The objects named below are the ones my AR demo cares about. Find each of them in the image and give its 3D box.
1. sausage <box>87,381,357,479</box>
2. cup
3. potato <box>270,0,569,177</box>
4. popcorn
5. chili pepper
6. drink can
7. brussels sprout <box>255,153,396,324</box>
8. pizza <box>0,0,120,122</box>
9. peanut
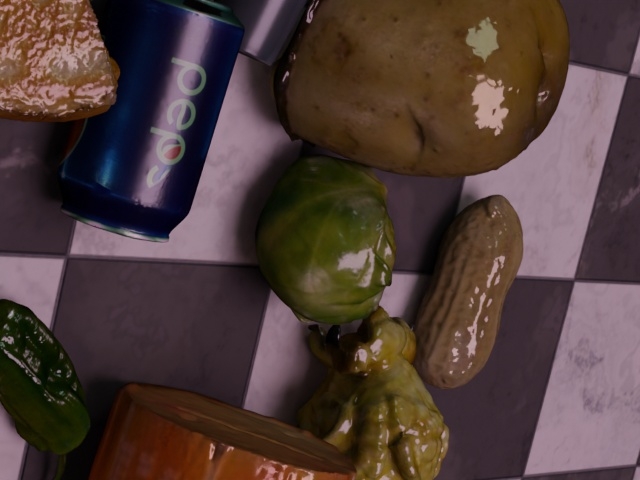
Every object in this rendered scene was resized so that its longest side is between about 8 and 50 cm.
[{"bbox_3d":[-0.114,0.297,1.444,0.233,0.233,0.287,17,95,-47],"label":"sausage"},{"bbox_3d":[-0.066,-0.204,1.405,0.100,0.078,0.077,23,93,-39],"label":"cup"},{"bbox_3d":[0.115,-0.166,1.484,0.285,0.242,0.243,-37,130,-43],"label":"potato"},{"bbox_3d":[0.041,0.174,1.619,0.173,0.168,0.195,4,65,-35],"label":"popcorn"},{"bbox_3d":[-0.234,0.132,1.377,0.072,0.073,0.204,-54,139,-35],"label":"chili pepper"},{"bbox_3d":[-0.141,-0.106,1.335,0.118,0.118,0.205,11,97,-47],"label":"drink can"},{"bbox_3d":[-0.004,0.001,1.516,0.122,0.152,0.149,12,126,-19],"label":"brussels sprout"},{"bbox_3d":[-0.234,-0.192,1.244,0.188,0.062,0.199,13,87,-24],"label":"pizza"},{"bbox_3d":[0.159,0.054,1.724,0.098,0.090,0.214,13,97,-54],"label":"peanut"}]
